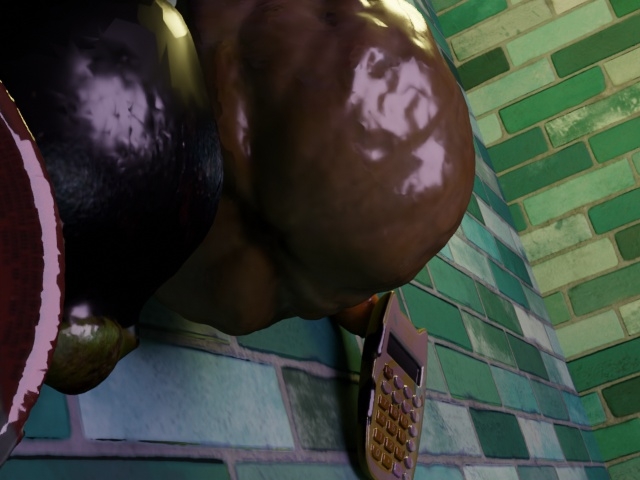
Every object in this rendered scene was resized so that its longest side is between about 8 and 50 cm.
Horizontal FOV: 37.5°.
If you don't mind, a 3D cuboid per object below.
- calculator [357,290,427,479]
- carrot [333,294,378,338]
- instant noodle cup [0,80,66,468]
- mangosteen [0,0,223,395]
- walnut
[{"bbox_3d":[0.084,0.189,1.113,0.157,0.033,0.236,51,40,-48],"label":"calculator"},{"bbox_3d":[0.000,0.000,1.146,0.066,0.062,0.271,-31,94,-38],"label":"carrot"},{"bbox_3d":[-0.241,0.016,0.352,0.274,0.091,0.273,11,68,-29],"label":"instant noodle cup"},{"bbox_3d":[-0.161,-0.028,0.530,0.243,0.243,0.243,53,23,-34],"label":"mangosteen"},{"bbox_3d":[-0.028,-0.087,0.793,0.306,0.306,0.344,55,22,-30],"label":"walnut"}]
